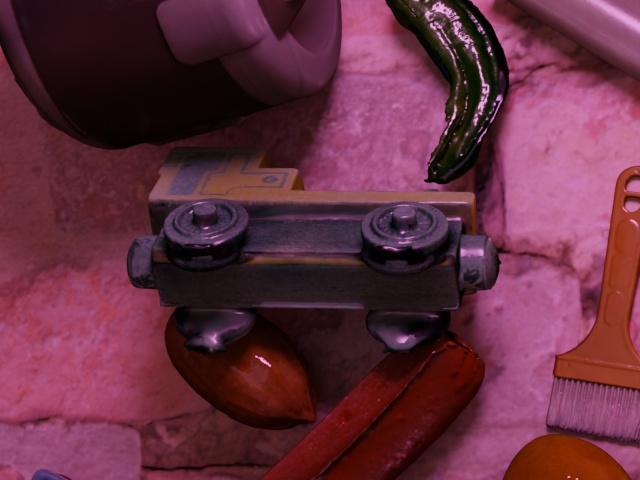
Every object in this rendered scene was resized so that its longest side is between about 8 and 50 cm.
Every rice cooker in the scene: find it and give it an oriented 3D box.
[{"bbox_3d":[-0.140,-0.270,1.764,0.325,0.335,0.335,-14,76,20],"label":"rice cooker"}]

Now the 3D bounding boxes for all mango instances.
[{"bbox_3d":[0.232,0.313,1.603,0.175,0.139,0.254,15,81,17],"label":"mango"}]

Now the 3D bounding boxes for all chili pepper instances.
[{"bbox_3d":[0.120,-0.195,1.763,0.122,0.065,0.279,-17,73,-16],"label":"chili pepper"}]

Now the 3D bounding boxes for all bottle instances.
[{"bbox_3d":[0.261,-0.236,1.716,0.201,0.072,0.072,36,96,24],"label":"bottle"}]

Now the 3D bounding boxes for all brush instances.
[{"bbox_3d":[0.292,0.059,1.688,0.103,0.013,0.272,8,84,23],"label":"brush"}]

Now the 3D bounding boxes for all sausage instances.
[{"bbox_3d":[0.033,0.215,1.724,0.330,0.102,0.102,-46,68,10],"label":"sausage"}]

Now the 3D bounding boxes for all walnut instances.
[{"bbox_3d":[-0.078,0.130,1.773,0.207,0.116,0.115,32,94,30],"label":"walnut"}]

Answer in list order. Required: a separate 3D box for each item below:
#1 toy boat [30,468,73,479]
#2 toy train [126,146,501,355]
[{"bbox_3d":[-0.210,0.373,1.778,0.332,0.133,0.145,34,94,23],"label":"toy boat"},{"bbox_3d":[0.000,0.000,1.715,0.369,0.237,0.150,1,120,11],"label":"toy train"}]
